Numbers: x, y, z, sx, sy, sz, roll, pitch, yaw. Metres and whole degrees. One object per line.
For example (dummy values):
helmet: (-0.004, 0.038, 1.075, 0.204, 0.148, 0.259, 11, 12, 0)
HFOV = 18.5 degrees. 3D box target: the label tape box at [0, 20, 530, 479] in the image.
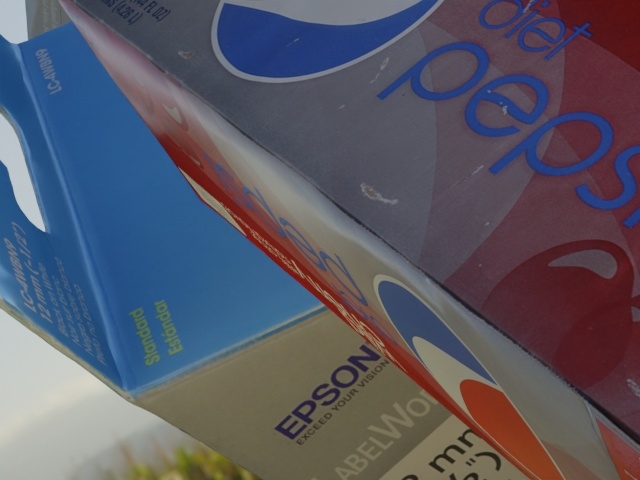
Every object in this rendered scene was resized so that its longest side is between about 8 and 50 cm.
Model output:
label tape box: (0.000, 0.000, 0.846, 0.115, 0.249, 0.348, -42, -51, 13)

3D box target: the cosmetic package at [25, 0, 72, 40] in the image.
cosmetic package: (-0.069, -0.182, 1.166, 0.238, 0.107, 0.127, -44, -30, -41)

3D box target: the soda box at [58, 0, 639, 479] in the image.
soda box: (0.045, -0.014, 0.423, 0.092, 0.083, 0.263, -40, 38, -9)
